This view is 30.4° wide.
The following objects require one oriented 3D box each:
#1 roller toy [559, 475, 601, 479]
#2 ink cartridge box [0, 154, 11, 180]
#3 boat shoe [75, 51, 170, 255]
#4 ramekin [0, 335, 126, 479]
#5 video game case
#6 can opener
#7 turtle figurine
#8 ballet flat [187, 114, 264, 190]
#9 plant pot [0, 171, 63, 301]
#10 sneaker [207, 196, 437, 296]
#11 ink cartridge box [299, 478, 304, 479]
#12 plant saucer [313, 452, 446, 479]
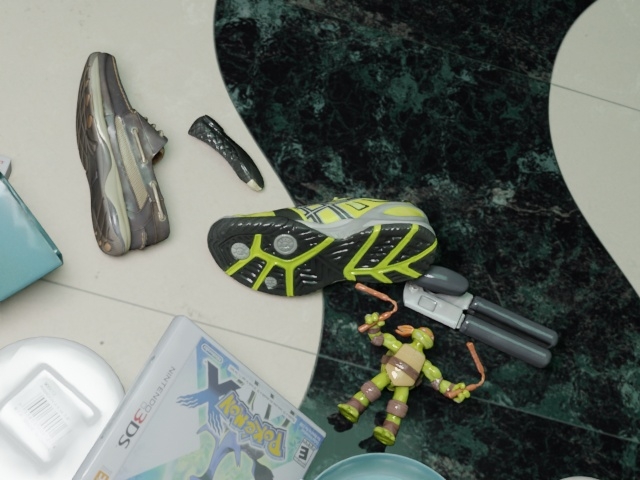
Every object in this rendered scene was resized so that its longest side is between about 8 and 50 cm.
[{"bbox_3d":[0.406,0.486,1.876,0.209,0.146,0.191,14,56,-1],"label":"roller toy"},{"bbox_3d":[-0.570,-0.089,1.938,0.088,0.052,0.122,18,64,-5],"label":"ink cartridge box"},{"bbox_3d":[-0.330,-0.147,1.992,0.130,0.132,0.355,-4,77,-25],"label":"boat shoe"},{"bbox_3d":[-0.416,0.279,1.774,0.277,0.135,0.277,5,67,-11],"label":"ramekin"},{"bbox_3d":[-0.172,0.328,1.787,0.329,0.036,0.300,43,62,-25],"label":"video game case"},{"bbox_3d":[0.276,0.125,2.023,0.283,0.095,0.076,24,65,5],"label":"can opener"},{"bbox_3d":[0.121,0.214,1.956,0.269,0.087,0.217,38,72,-5],"label":"turtle figurine"},{"bbox_3d":[-0.162,-0.149,2.071,0.049,0.057,0.173,-45,80,16],"label":"ballet flat"},{"bbox_3d":[-0.542,0.030,1.817,0.234,0.165,0.165,-37,102,-8],"label":"plant pot"},{"bbox_3d":[0.000,0.000,2.011,0.385,0.145,0.147,2,30,-4],"label":"sneaker"},{"bbox_3d":[-0.047,0.440,1.750,0.092,0.143,0.090,41,44,4],"label":"ink cartridge box"},{"bbox_3d":[0.097,0.496,1.856,0.317,0.044,0.317,5,66,-12],"label":"plant saucer"}]
